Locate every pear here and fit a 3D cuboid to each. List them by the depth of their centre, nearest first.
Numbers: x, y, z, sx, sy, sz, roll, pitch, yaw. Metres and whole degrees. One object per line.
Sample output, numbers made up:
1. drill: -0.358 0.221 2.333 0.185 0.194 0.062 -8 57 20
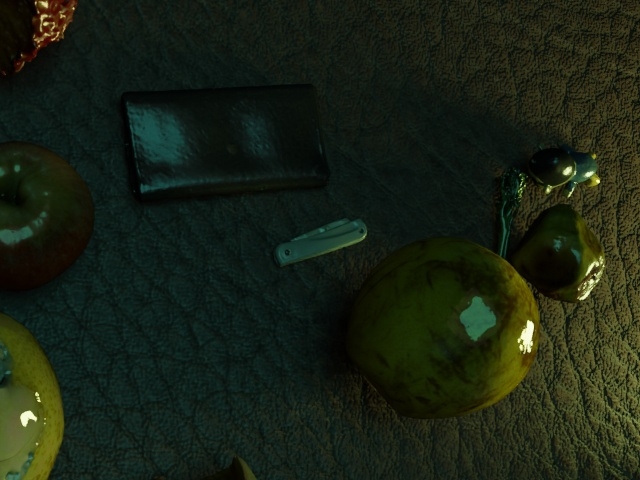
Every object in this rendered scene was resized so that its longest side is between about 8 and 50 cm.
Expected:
1. pear: -0.445 0.219 1.206 0.271 0.271 0.271 5 75 -20
2. pear: 0.177 0.130 1.435 0.281 0.281 0.280 5 75 -20

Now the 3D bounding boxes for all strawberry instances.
1. strawberry: -0.435 -0.365 1.382 0.234 0.234 0.178 49 43 -4

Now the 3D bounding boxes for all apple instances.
1. apple: -0.408 -0.032 1.314 0.210 0.164 0.209 7 64 -14

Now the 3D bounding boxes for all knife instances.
1. knife: 0.000 0.000 1.536 0.162 0.023 0.044 -18 86 -24

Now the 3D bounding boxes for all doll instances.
1. doll: 0.417 -0.125 1.701 0.179 0.089 0.102 6 73 -44

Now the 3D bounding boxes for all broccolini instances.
1. broccolini: 0.304 -0.008 1.650 0.054 0.051 0.239 13 78 8

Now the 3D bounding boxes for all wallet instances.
1. wallet: -0.142 -0.153 1.512 0.321 0.044 0.170 -6 80 -25

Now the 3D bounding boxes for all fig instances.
1. fig: 0.390 0.017 1.618 0.154 0.144 0.165 4 55 -4

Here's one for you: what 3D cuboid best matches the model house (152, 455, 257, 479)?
1. model house: -0.165 0.439 1.296 0.229 0.199 0.219 -14 40 1
